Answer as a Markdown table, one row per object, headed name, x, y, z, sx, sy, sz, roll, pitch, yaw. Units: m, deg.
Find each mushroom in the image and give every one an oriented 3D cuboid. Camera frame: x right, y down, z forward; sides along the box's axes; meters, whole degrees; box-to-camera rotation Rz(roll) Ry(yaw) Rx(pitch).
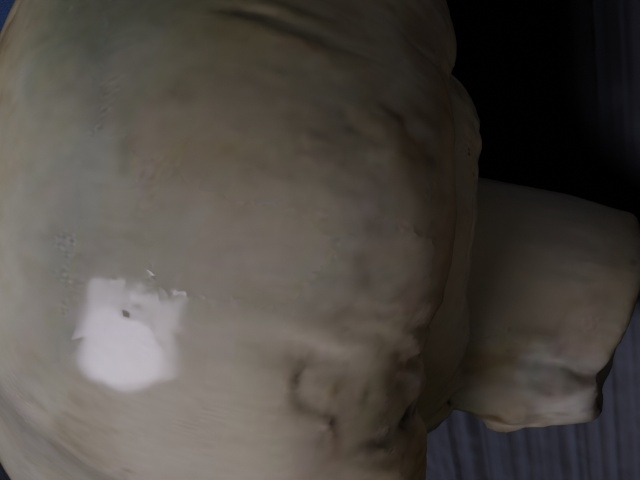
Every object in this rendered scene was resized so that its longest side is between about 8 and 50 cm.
| name | x | y | z | sx | sy | sz | roll | pitch | yaw |
| --- | --- | --- | --- | --- | --- | --- | --- | --- | --- |
| mushroom | 0.000 | 0.000 | 0.437 | 0.260 | 0.234 | 0.254 | -118 | 35 | -75 |

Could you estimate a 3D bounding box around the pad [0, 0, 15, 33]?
| name | x | y | z | sx | sy | sz | roll | pitch | yaw |
| --- | --- | --- | --- | --- | --- | --- | --- | --- | --- |
| pad | -0.211 | -0.138 | 0.683 | 0.269 | 0.012 | 0.269 | 38 | 144 | 16 |
